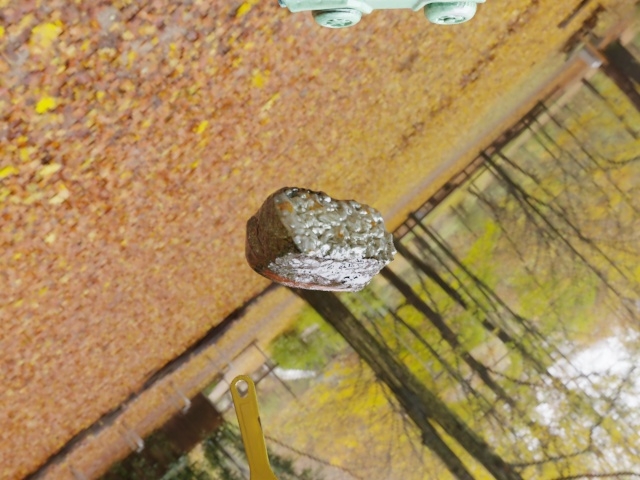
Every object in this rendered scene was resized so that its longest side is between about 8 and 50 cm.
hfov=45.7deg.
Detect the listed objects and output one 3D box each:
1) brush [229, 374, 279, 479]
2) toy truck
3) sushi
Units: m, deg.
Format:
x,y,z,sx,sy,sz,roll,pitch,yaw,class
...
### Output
x,y,z,sx,sy,sz,roll,pitch,yaw,class
-0.072,0.253,0.880,0.083,0.205,0.011,-15,158,-1,brush
0.080,-0.360,0.956,0.279,0.154,0.156,1,-178,10,toy truck
0.000,0.000,1.170,0.225,0.136,0.126,7,139,-27,sushi
